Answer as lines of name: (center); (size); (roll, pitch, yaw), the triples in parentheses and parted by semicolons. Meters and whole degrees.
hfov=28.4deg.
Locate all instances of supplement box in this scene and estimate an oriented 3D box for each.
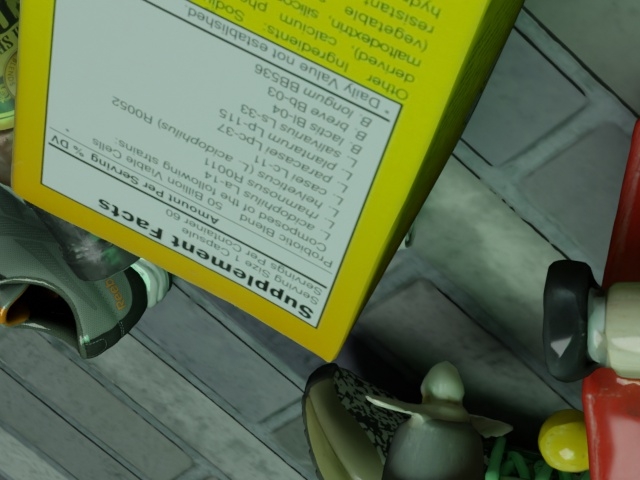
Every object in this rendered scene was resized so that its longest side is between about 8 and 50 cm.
supplement box: (0.000, -0.148, 0.564); (0.194, 0.195, 0.356); (28, 140, 6)

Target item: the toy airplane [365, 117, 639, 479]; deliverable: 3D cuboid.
toy airplane: (0.211, 0.172, 0.698); (0.386, 0.272, 0.384); (44, 109, 7)

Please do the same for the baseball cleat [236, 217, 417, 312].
baseball cleat: (0.000, 0.000, 0.817); (0.109, 0.072, 0.206); (18, 150, -4)

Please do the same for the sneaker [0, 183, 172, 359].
sneaker: (-0.252, 0.002, 0.958); (0.271, 0.108, 0.100); (23, 142, 14)

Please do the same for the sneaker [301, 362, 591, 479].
sneaker: (0.176, 0.191, 0.886); (0.410, 0.158, 0.182); (36, 110, -1)

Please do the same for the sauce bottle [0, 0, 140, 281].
sauce bottle: (-0.217, -0.122, 0.806); (0.111, 0.111, 0.344); (-6, 129, 38)
